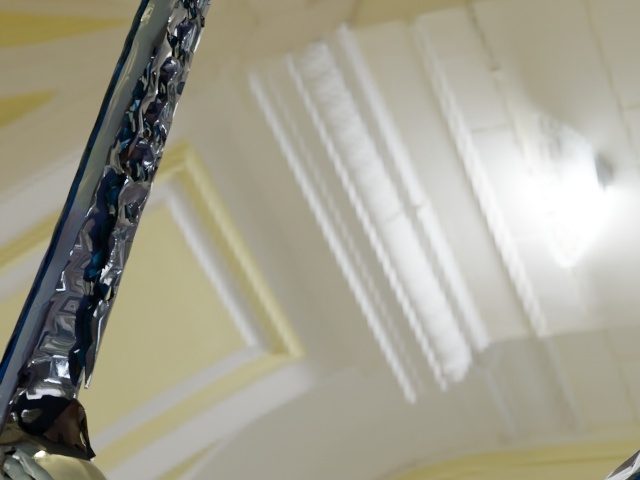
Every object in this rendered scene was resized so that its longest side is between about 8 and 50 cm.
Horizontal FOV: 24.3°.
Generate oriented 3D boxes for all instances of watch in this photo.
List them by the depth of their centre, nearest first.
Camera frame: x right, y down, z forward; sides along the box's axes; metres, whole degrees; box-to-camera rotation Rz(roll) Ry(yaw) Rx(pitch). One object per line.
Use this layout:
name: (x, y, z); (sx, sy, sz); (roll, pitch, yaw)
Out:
watch: (-0.012, -0.004, 0.441); (0.276, 0.274, 0.068); (47, -172, 19)
